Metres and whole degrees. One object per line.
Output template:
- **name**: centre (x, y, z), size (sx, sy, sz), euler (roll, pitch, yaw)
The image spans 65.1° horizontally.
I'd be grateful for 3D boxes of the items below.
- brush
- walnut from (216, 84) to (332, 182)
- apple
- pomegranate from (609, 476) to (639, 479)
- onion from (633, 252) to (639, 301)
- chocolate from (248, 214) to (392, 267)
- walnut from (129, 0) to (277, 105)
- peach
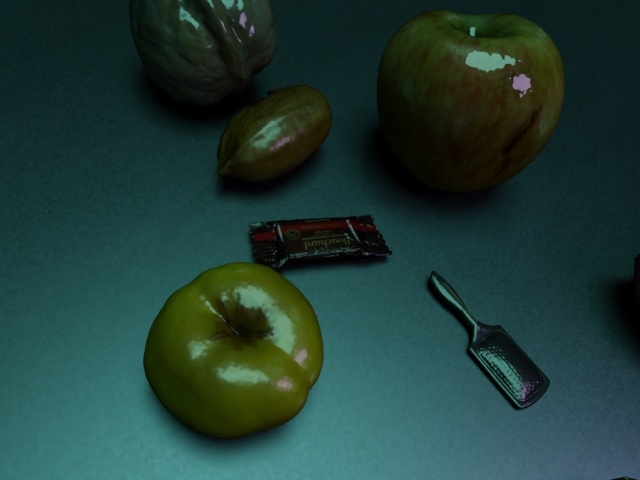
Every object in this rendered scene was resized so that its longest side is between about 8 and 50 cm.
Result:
- **brush**: centre (0.196, 0.113, 0.614), size (0.063, 0.016, 0.193), euler (-25, 63, -30)
- **walnut**: centre (-0.065, -0.146, 0.698), size (0.116, 0.116, 0.207), euler (37, 61, 15)
- **apple**: centre (0.206, -0.196, 0.727), size (0.264, 0.264, 0.264), euler (7, 52, -9)
- **pomegranate**: centre (0.301, 0.275, 0.490), size (0.073, 0.084, 0.073), euler (9, 22, -4)
- **onion**: centre (0.517, 0.077, 0.630), size (0.207, 0.200, 0.200), euler (14, 42, -46)
- **chocolate**: centre (0.000, 0.000, 0.647), size (0.182, 0.028, 0.086), euler (-8, 48, -21)
- **walnut**: centre (-0.172, -0.311, 0.738), size (0.224, 0.224, 0.224), euler (7, 52, -9)
- **peach**: centre (-0.080, 0.105, 0.499), size (0.179, 0.103, 0.179), euler (4, 51, -5)
